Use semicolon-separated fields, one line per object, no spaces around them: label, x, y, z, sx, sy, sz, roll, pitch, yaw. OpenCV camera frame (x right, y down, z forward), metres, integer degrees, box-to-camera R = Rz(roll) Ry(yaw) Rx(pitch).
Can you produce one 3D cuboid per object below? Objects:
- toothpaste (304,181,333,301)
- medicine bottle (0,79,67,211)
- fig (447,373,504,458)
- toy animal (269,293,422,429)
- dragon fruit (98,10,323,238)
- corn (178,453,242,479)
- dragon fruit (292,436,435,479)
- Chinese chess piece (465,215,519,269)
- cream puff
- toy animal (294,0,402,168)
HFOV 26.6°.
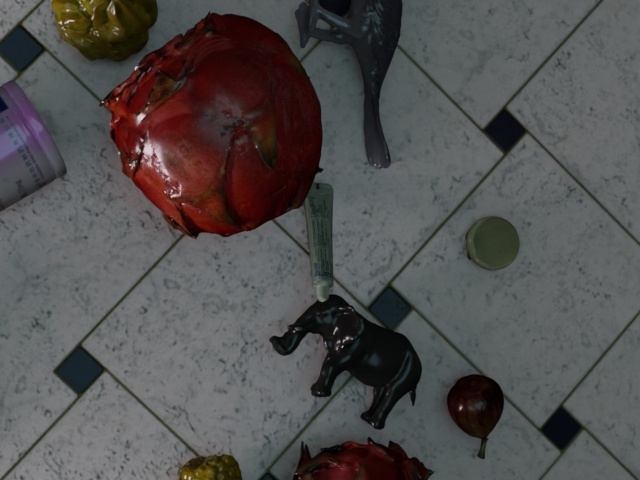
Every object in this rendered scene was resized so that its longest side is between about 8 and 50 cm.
toothpaste;0.000;0.000;1.993;0.048;0.029;0.197;4;60;-12
medicine bottle;-0.494;-0.095;1.855;0.254;0.152;0.152;-32;94;-13
fig;0.239;0.267;2.045;0.088;0.089;0.125;-20;117;-13
toy animal;0.041;0.172;1.992;0.245;0.114;0.146;30;87;-31
dragon fruit;-0.143;-0.156;1.875;0.295;0.295;0.302;-28;107;-12
corn;-0.152;0.483;1.918;0.120;0.120;0.363;2;88;-12
dragon fruit;0.045;0.388;1.941;0.274;0.193;0.192;-22;122;-11
Chinese chess piece;0.264;0.004;2.079;0.084;0.034;0.084;1;86;-15
cream puff;-0.302;-0.327;1.920;0.156;0.156;0.121;-25;75;-13
toy animal;0.060;-0.310;2.022;0.205;0.081;0.367;18;83;-22
